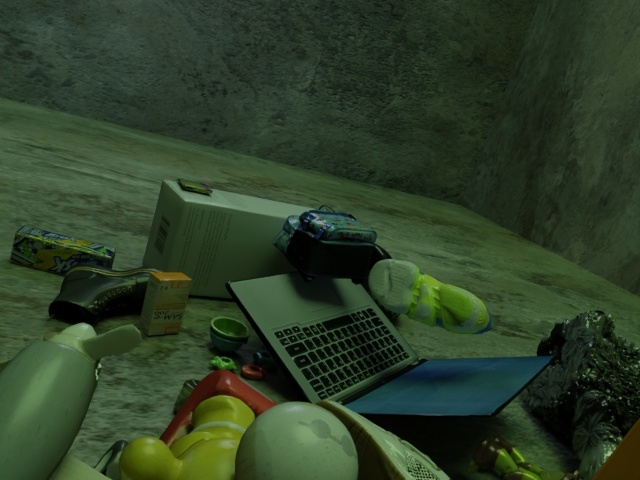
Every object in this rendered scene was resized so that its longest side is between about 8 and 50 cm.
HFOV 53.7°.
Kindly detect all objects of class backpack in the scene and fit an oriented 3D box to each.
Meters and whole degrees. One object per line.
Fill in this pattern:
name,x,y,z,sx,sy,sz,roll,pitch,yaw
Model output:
backpack,0.000,0.000,1.199,0.158,0.117,0.173,5,19,-37

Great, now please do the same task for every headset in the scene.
headset,0.057,0.052,1.519,0.243,0.185,0.394,43,11,-40

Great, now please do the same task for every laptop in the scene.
laptop,0.129,0.141,1.070,0.408,0.236,0.382,52,26,19

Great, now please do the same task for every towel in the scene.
towel,-0.249,-0.108,1.247,0.060,0.009,0.083,10,13,-26

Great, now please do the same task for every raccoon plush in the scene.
raccoon plush,0.555,0.339,1.157,0.299,0.216,0.446,29,39,-6

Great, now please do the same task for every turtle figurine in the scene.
turtle figurine,0.314,0.349,0.859,0.217,0.087,0.269,28,17,33

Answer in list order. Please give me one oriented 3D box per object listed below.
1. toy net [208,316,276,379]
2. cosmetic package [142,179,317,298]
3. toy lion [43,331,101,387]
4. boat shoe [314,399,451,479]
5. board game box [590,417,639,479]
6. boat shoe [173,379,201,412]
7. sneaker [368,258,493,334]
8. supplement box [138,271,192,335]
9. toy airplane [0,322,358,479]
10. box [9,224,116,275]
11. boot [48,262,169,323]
toy net,-0.074,0.189,1.059,0.232,0.045,0.122,14,14,-20
cosmetic package,-0.156,0.013,1.317,0.365,0.197,0.155,10,15,-34
toy lion,-0.340,0.170,0.839,0.100,0.034,0.096,19,22,1
boat shoe,0.097,0.298,0.780,0.277,0.098,0.096,38,22,29
board game box,0.552,0.294,0.654,0.356,0.356,0.356,15,21,-44
boat shoe,-0.128,0.241,0.822,0.153,0.048,0.056,31,6,20
sneaker,0.194,0.110,1.101,0.240,0.091,0.126,28,-1,44
supplement box,-0.256,0.104,1.043,0.062,0.098,0.036,2,18,-46
toy airplane,-0.081,0.228,0.437,0.384,0.272,0.386,51,16,30
box,-0.466,0.026,1.151,0.169,0.059,0.054,16,16,-10
boot,-0.332,0.102,1.040,0.198,0.077,0.137,3,21,-6
